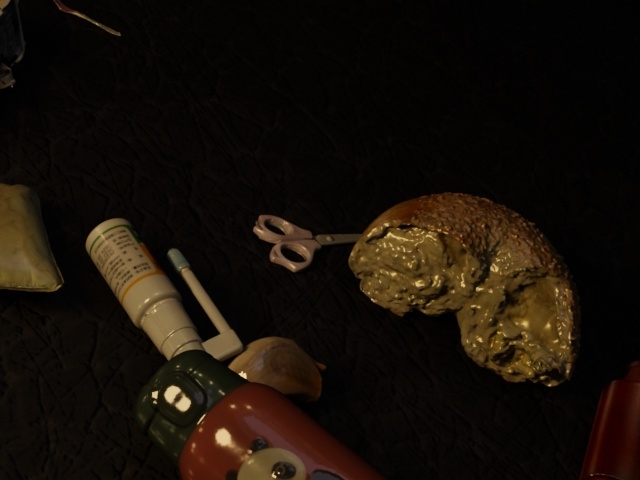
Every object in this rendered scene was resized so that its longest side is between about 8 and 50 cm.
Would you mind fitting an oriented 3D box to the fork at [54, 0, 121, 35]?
[{"bbox_3d":[-0.340,-0.322,1.943,0.115,0.012,0.016,29,38,-7],"label":"fork"}]

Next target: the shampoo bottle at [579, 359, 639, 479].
[{"bbox_3d":[0.383,0.242,1.654,0.102,0.064,0.260,29,34,4],"label":"shampoo bottle"}]

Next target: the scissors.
[{"bbox_3d":[0.000,0.000,1.754,0.189,0.015,0.100,-3,46,-40],"label":"scissors"}]

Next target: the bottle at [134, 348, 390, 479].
[{"bbox_3d":[-0.037,0.240,1.313,0.336,0.144,0.144,36,35,17],"label":"bottle"}]

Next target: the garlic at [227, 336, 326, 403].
[{"bbox_3d":[-0.059,0.145,1.477,0.152,0.066,0.084,-2,46,-39],"label":"garlic"}]

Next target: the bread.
[{"bbox_3d":[0.215,0.042,1.707,0.314,0.171,0.192,35,39,10],"label":"bread"}]

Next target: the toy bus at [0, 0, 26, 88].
[{"bbox_3d":[-0.465,-0.204,1.602,0.138,0.097,0.342,7,32,14],"label":"toy bus"}]

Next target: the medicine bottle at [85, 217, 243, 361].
[{"bbox_3d":[-0.174,0.062,1.499,0.092,0.061,0.220,-26,57,-19],"label":"medicine bottle"}]

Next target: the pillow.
[{"bbox_3d":[-0.433,-0.018,1.427,0.302,0.075,0.185,7,35,-28],"label":"pillow"}]
